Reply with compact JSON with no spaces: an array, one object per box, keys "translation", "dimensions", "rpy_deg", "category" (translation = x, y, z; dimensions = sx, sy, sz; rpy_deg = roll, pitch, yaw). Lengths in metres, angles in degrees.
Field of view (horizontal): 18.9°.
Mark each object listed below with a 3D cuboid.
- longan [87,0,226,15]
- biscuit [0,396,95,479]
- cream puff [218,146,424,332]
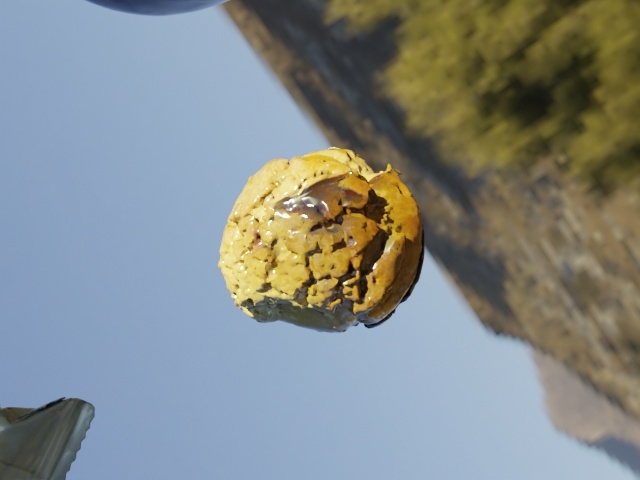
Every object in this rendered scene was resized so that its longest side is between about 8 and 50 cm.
[{"translation":[-0.145,-0.336,1.614],"dimensions":[0.319,0.319,0.319],"rpy_deg":[55,-171,-13],"category":"longan"},{"translation":[-0.325,0.153,1.412],"dimensions":[0.309,0.186,0.079],"rpy_deg":[15,169,28],"category":"biscuit"},{"translation":[0.000,0.000,1.215],"dimensions":[0.104,0.133,0.119],"rpy_deg":[101,157,-81],"category":"cream puff"}]
